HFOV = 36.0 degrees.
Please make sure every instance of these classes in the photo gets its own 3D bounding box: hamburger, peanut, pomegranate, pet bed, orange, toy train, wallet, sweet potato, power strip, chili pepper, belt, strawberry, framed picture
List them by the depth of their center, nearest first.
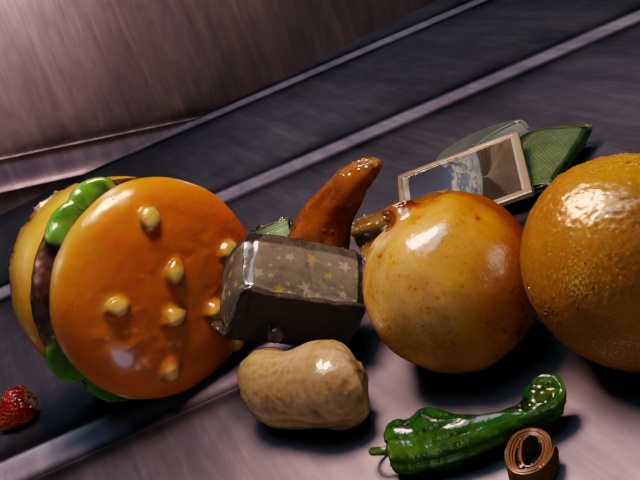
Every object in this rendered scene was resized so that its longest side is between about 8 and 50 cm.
[{"bbox_3d":[0.244,0.253,1.134,0.059,0.036,0.083,-7,26,20],"label":"belt"},{"bbox_3d":[0.180,0.231,1.212,0.257,0.074,0.100,-15,19,6],"label":"chili pepper"},{"bbox_3d":[0.382,0.028,1.218,0.274,0.274,0.274,-19,21,8],"label":"orange"},{"bbox_3d":[0.176,0.055,1.375,0.264,0.264,0.264,-19,21,8],"label":"pomegranate"},{"bbox_3d":[-0.028,0.206,1.406,0.253,0.122,0.137,-9,25,42],"label":"peanut"},{"bbox_3d":[-0.046,0.098,1.524,0.183,0.211,0.159,133,144,-56],"label":"pet bed"},{"bbox_3d":[-0.003,0.003,1.642,0.112,0.359,0.112,13,40,-11],"label":"sweet potato"},{"bbox_3d":[-0.312,0.073,1.644,0.396,0.395,0.277,-35,25,-29],"label":"hamburger"},{"bbox_3d":[0.172,0.006,1.668,0.211,0.132,0.309,-23,18,10],"label":"hamburger"},{"bbox_3d":[-0.547,0.302,1.762,0.083,0.073,0.073,-36,22,1],"label":"strawberry"},{"bbox_3d":[0.269,-0.102,1.866,0.260,0.023,0.189,-20,39,19],"label":"framed picture"},{"bbox_3d":[0.417,-0.148,1.899,0.160,0.055,0.236,-10,28,41],"label":"wallet"},{"bbox_3d":[0.318,-0.169,2.037,0.168,0.054,0.253,-11,23,43],"label":"power strip"},{"bbox_3d":[-0.099,-0.015,2.085,0.093,0.056,0.038,-21,4,5],"label":"toy train"}]
